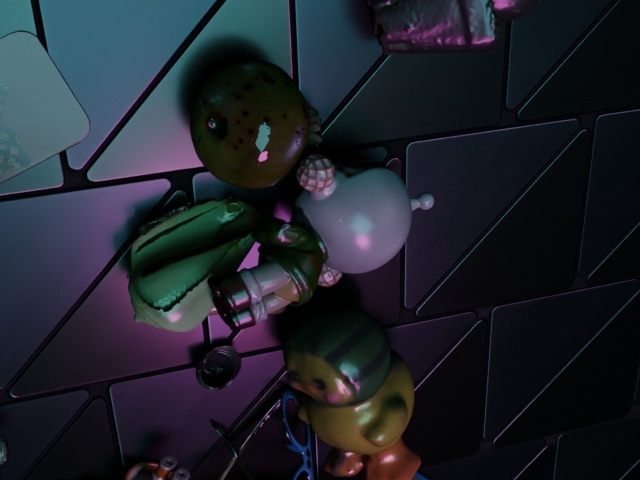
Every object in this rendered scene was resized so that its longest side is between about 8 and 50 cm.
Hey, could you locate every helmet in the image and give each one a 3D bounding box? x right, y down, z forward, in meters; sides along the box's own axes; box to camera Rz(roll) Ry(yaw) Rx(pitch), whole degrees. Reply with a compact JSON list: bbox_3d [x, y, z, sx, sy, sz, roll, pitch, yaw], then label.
[{"bbox_3d":[-0.177,0.219,1.447,0.084,0.049,0.065,-39,90,-27],"label":"helmet"}]

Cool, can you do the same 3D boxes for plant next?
[{"bbox_3d":[0.197,-0.348,1.229,0.256,0.164,0.141,-17,117,7],"label":"plant"}]

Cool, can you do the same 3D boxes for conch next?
[{"bbox_3d":[-0.201,0.025,1.303,0.250,0.143,0.137,-60,161,0],"label":"conch"}]

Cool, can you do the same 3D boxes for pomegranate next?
[{"bbox_3d":[-0.092,-0.157,1.230,0.179,0.179,0.210,-41,151,4],"label":"pomegranate"}]

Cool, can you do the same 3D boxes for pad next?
[{"bbox_3d":[-0.474,-0.161,1.183,0.267,0.004,0.181,-29,120,-3],"label":"pad"}]

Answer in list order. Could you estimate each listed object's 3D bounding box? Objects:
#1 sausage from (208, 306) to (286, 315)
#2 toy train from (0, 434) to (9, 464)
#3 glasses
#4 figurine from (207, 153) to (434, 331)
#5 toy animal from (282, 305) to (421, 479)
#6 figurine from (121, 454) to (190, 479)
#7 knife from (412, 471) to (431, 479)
[{"bbox_3d":[-0.145,0.105,1.406,0.186,0.043,0.043,-2,116,-18],"label":"sausage"},{"bbox_3d":[-0.652,0.367,1.316,0.327,0.129,0.159,-5,122,-17],"label":"toy train"},{"bbox_3d":[-0.105,0.388,1.484,0.207,0.239,0.102,-4,160,-10],"label":"glasses"},{"bbox_3d":[0.000,0.000,1.292,0.370,0.167,0.281,-34,145,-22],"label":"figurine"},{"bbox_3d":[0.060,0.252,1.468,0.191,0.216,0.338,-42,122,-35],"label":"toy animal"},{"bbox_3d":[-0.313,0.490,1.488,0.143,0.143,0.271,32,101,-29],"label":"figurine"},{"bbox_3d":[0.163,0.456,1.693,0.297,0.026,0.044,36,88,-29],"label":"knife"}]
